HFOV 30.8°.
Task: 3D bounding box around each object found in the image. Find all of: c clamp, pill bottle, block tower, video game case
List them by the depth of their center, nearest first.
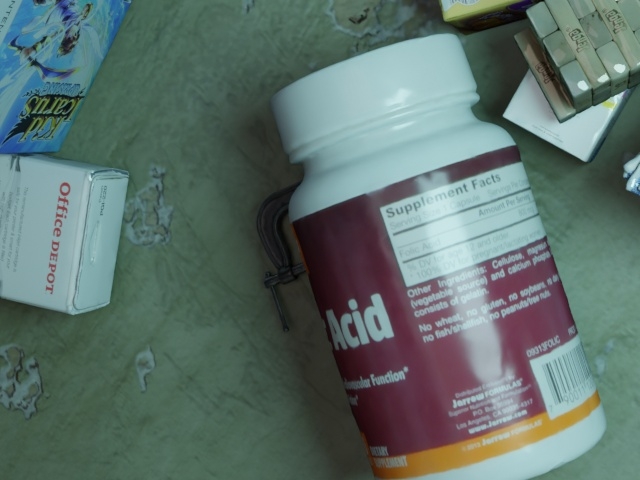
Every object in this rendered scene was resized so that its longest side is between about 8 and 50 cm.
[{"bbox_3d":[0.333,-0.219,0.980,0.335,0.097,0.091,-27,80,11],"label":"block tower"},{"bbox_3d":[0.101,0.024,1.085,0.224,0.224,0.392,-19,88,17],"label":"pill bottle"},{"bbox_3d":[-0.293,-0.203,1.165,0.061,0.269,0.244,33,103,10],"label":"video game case"},{"bbox_3d":[0.000,0.000,1.223,0.160,0.022,0.137,-30,80,18],"label":"c clamp"}]

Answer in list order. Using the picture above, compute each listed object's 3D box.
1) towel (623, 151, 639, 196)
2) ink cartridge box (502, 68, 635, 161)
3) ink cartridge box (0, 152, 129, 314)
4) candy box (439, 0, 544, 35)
[{"bbox_3d":[0.413,-0.065,1.001,0.285,0.034,0.209,30,106,-30],"label":"towel"},{"bbox_3d":[0.250,-0.156,1.097,0.090,0.092,0.143,30,100,13],"label":"ink cartridge box"},{"bbox_3d":[-0.334,-0.020,1.284,0.217,0.092,0.159,12,97,18],"label":"ink cartridge box"},{"bbox_3d":[0.210,-0.246,1.094,0.186,0.109,0.053,-14,88,18],"label":"candy box"}]
